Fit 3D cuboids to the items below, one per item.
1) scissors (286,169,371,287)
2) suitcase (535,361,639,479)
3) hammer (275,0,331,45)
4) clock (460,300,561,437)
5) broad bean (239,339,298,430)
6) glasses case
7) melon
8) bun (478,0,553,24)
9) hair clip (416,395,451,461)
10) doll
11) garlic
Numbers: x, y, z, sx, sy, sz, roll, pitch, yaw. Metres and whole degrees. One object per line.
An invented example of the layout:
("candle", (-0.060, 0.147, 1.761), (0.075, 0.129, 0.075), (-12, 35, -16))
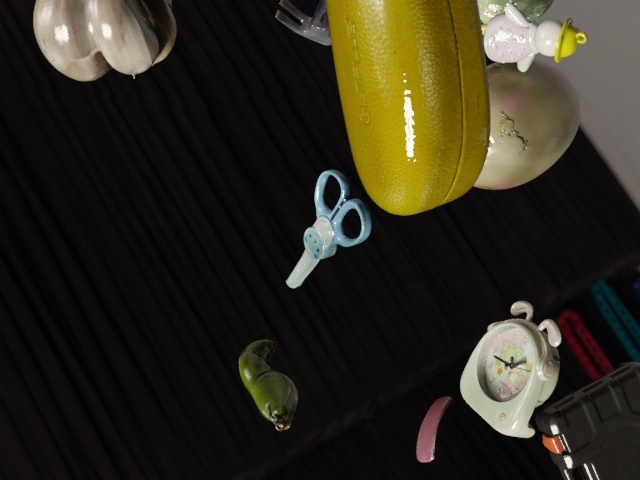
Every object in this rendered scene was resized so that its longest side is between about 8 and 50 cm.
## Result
("scissors", (0.000, 0.000, 1.545), (0.030, 0.125, 0.256), (-16, 154, -36))
("suitcase", (0.481, 0.358, 1.532), (0.206, 0.286, 0.066), (-24, -176, -13))
("hammer", (0.010, -0.351, 1.393), (0.290, 0.137, 0.037), (123, -16, -79))
("clock", (0.305, 0.196, 1.500), (0.062, 0.151, 0.191), (16, 105, -32))
("broad bean", (-0.072, 0.205, 1.360), (0.070, 0.214, 0.048), (-15, 121, -7))
("glasses case", (0.095, -0.213, 1.132), (0.141, 0.372, 0.173), (-19, -165, -33))
("melon", (0.339, -0.212, 1.753), (0.316, 0.223, 0.223), (-25, 166, -39))
("bun", (0.350, -0.500, 1.819), (0.221, 0.221, 0.108), (-32, 150, 3))
("hair clip", (0.216, 0.359, 1.856), (0.054, 0.022, 0.137), (-25, -143, 58))
("doll", (0.348, -0.341, 1.623), (0.207, 0.129, 0.081), (9, -135, 36))
("garlic", (-0.364, -0.388, 1.674), (0.210, 0.292, 0.237), (3, -146, 12))
